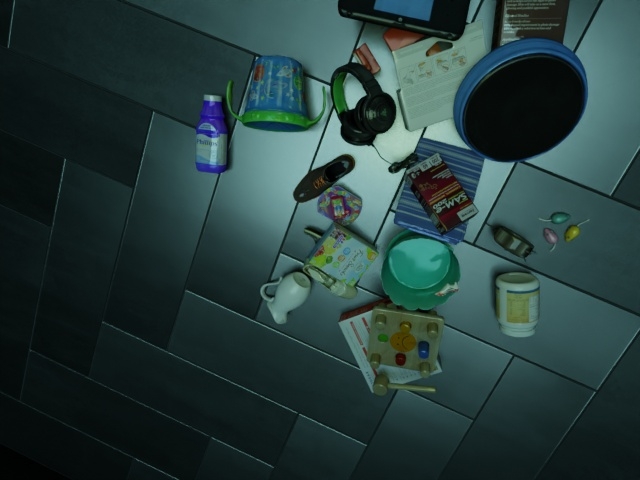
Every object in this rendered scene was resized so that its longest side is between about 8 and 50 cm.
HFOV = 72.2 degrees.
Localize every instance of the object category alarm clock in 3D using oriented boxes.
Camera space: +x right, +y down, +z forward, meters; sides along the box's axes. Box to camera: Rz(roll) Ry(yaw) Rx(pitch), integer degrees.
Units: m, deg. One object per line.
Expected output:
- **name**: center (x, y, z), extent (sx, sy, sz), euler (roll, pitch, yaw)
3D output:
- **alarm clock**: center (0.656, -0.004, 1.535), extent (0.192, 0.129, 0.064), euler (44, 114, 27)

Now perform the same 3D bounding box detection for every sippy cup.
- **sippy cup**: center (-0.150, -0.504, 1.516), extent (0.240, 0.305, 0.224), euler (12, 99, 54)

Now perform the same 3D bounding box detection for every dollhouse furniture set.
- **dollhouse furniture set**: center (0.239, -0.647, 1.431), extent (0.259, 0.135, 0.262), euler (-32, 97, 17)

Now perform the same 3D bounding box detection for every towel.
- **towel**: center (0.409, -0.173, 1.509), extent (0.243, 0.040, 0.336), euler (18, 79, 7)

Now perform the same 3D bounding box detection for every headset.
- **headset**: center (0.179, -0.409, 1.473), extent (0.185, 0.243, 0.394), euler (-28, 93, -20)

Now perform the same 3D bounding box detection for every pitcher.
- **pitcher**: center (-0.145, 0.205, 1.758), extent (0.178, 0.125, 0.207), euler (46, 120, 13)

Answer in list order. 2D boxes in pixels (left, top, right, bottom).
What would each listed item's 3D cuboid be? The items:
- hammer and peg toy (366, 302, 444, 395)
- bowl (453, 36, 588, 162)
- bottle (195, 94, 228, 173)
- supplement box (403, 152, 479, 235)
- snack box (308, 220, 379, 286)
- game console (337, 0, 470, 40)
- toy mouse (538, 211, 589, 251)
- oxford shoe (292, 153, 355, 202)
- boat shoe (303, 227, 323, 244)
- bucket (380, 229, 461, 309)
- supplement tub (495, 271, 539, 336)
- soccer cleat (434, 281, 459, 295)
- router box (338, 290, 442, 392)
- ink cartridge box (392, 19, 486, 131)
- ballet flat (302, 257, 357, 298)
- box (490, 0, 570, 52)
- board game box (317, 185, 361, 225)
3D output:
- **hammer and peg toy**: center (0.306, 0.408, 1.615), extent (0.265, 0.127, 0.362), euler (7, 118, 10)
- **bowl**: center (0.617, -0.412, 1.360), extent (0.390, 0.077, 0.391), euler (4, 133, 4)
- **bottle**: center (-0.408, -0.399, 1.651), extent (0.118, 0.092, 0.283), euler (9, 106, 10)
- **supplement box**: center (0.394, -0.153, 1.448), extent (0.130, 0.073, 0.240), euler (-30, 78, -4)
- **snack box**: center (0.087, 0.053, 1.657), extent (0.207, 0.070, 0.175), euler (30, 110, -19)
- **game console**: center (0.270, -0.796, 1.334), extent (0.386, 0.060, 0.342), euler (13, 76, 2)
- **toy mouse**: center (0.828, -0.042, 1.532), extent (0.143, 0.031, 0.161), euler (32, 109, 2)
- **oxford shoe**: center (0.001, -0.226, 1.613), extent (0.271, 0.098, 0.097), euler (-36, 96, 18)
- **boat shoe**: center (0.000, 0.000, 1.697), extent (0.152, 0.056, 0.049), euler (26, 103, 4)
- **bucket**: center (0.356, 0.095, 1.585), extent (0.280, 0.183, 0.281), euler (3, 105, 10)
- **supplement tub**: center (0.704, 0.227, 1.570), extent (0.144, 0.144, 0.200), euler (-3, 105, 12)
- **soccer cleat**: center (0.424, 0.163, 1.480), extent (0.083, 0.029, 0.036), euler (-17, 92, 11)
- **router box**: center (0.276, 0.402, 1.736), extent (0.301, 0.082, 0.336), euler (-22, 100, 16)
- **ink cartridge box**: center (0.391, -0.525, 1.414), extent (0.296, 0.066, 0.261), euler (-18, 114, 3)
- **ballet flat**: center (0.034, 0.159, 1.720), extent (0.248, 0.086, 0.086), euler (36, 109, 0)
- **box**: center (0.638, -0.718, 1.333), extent (0.191, 0.143, 0.382), euler (5, 107, 10)
- **board game box**: center (0.072, -0.121, 1.633), extent (0.168, 0.033, 0.133), euler (29, 117, -17)
